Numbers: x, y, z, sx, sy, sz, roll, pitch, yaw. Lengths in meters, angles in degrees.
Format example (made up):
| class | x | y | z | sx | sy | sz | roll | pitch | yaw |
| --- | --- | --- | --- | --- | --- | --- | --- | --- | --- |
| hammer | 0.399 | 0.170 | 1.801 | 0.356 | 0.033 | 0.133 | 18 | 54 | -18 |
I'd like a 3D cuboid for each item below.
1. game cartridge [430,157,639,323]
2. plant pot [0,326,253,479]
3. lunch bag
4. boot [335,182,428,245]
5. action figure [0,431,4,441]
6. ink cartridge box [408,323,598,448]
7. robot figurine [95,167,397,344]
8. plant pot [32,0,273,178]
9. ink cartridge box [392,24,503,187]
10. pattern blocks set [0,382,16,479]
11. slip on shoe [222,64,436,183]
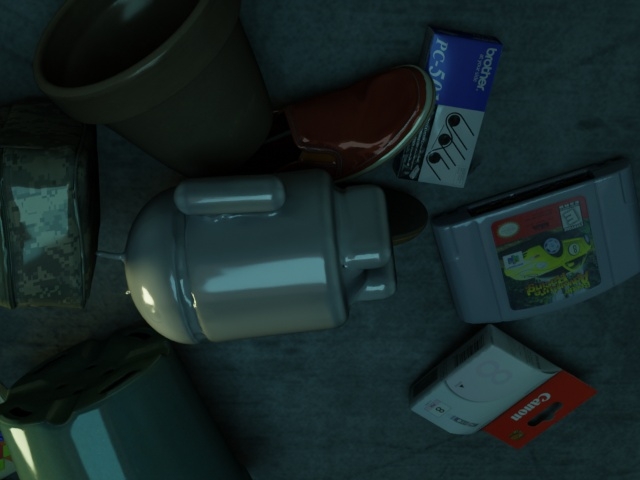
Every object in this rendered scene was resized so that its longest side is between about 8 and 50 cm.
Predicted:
| class | x | y | z | sx | sy | sz | roll | pitch | yaw |
| --- | --- | --- | --- | --- | --- | --- | --- | --- | --- |
| game cartridge | 0.324 | 0.012 | 1.460 | 0.294 | 0.060 | 0.196 | -18 | 120 | 3 |
| plant pot | -0.273 | 0.326 | 1.417 | 0.341 | 0.341 | 0.334 | -20 | 108 | 4 |
| lunch bag | -0.405 | -0.047 | 1.222 | 0.256 | 0.305 | 0.212 | -1 | 113 | -9 |
| boot | 0.000 | 0.000 | 1.405 | 0.306 | 0.112 | 0.115 | -8 | 133 | 4 |
| action figure | -0.473 | 0.289 | 1.495 | 0.115 | 0.030 | 0.038 | 2 | 121 | -13 |
| ink cartridge box | 0.283 | 0.246 | 1.543 | 0.232 | 0.066 | 0.189 | 34 | 123 | -16 |
| robot figurine | -0.087 | 0.022 | 1.239 | 0.354 | 0.199 | 0.299 | -7 | 141 | 4 |
| plant pot | -0.177 | -0.198 | 1.219 | 0.263 | 0.263 | 0.229 | -29 | 134 | 9 |
| ink cartridge box | 0.169 | -0.178 | 1.353 | 0.097 | 0.046 | 0.207 | 7 | 115 | -10 |
| pattern blocks set | -0.511 | 0.290 | 1.523 | 0.285 | 0.026 | 0.325 | -39 | 114 | 13 |
| slip on shoe | -0.005 | -0.136 | 1.303 | 0.331 | 0.123 | 0.101 | -23 | 156 | 10 |
